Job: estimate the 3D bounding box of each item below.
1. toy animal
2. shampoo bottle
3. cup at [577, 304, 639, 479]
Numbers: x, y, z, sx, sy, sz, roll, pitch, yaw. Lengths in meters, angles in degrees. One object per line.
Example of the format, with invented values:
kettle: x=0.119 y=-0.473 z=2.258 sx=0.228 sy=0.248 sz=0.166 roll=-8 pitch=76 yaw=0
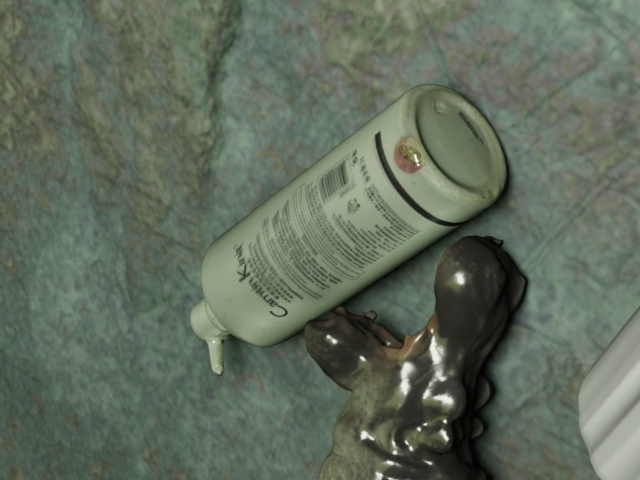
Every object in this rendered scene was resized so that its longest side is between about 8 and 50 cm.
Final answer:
toy animal: x=0.050 y=0.167 z=0.914 sx=0.168 sy=0.106 sz=0.343 roll=-2 pitch=100 yaw=19
shampoo bottle: x=0.000 y=0.000 z=0.938 sx=0.262 sy=0.085 sz=0.085 roll=-36 pitch=78 yaw=40
cup: x=0.254 y=0.074 z=0.701 sx=0.221 sy=0.167 sz=0.202 roll=50 pitch=130 yaw=20
